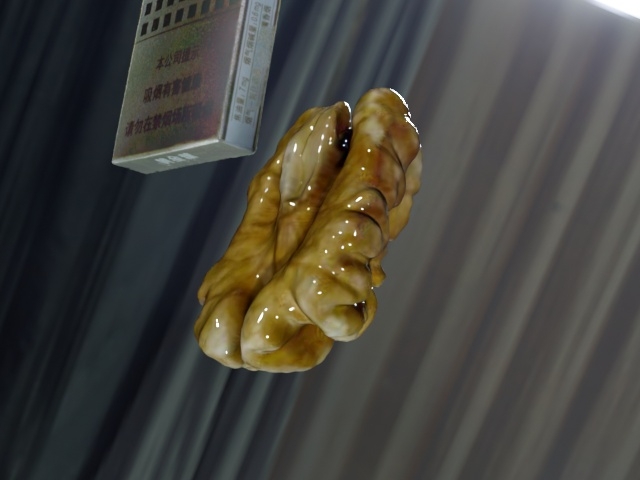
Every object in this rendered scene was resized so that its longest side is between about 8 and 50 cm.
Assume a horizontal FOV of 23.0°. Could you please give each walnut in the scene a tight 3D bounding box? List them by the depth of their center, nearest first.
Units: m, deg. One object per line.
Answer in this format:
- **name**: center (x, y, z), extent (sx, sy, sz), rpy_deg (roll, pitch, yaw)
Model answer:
- **walnut**: center (0.000, 0.000, 0.850), extent (0.069, 0.170, 0.143), rpy_deg (37, -25, -28)

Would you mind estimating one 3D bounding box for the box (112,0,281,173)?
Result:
- **box**: center (-0.096, -0.226, 1.390), extent (0.047, 0.324, 0.180), rpy_deg (17, -14, -35)
